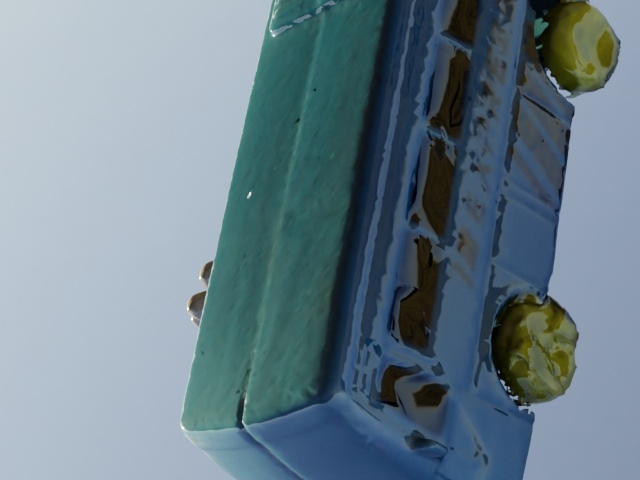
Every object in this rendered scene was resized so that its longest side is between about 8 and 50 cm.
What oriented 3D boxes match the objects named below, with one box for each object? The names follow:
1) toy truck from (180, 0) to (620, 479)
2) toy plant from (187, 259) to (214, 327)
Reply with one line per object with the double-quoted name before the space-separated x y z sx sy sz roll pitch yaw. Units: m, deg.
"toy truck" 0.045 -0.032 0.897 0.161 0.162 0.385 -19 -128 49
"toy plant" 0.004 -0.003 1.467 0.232 0.243 0.112 -8 -130 -37
